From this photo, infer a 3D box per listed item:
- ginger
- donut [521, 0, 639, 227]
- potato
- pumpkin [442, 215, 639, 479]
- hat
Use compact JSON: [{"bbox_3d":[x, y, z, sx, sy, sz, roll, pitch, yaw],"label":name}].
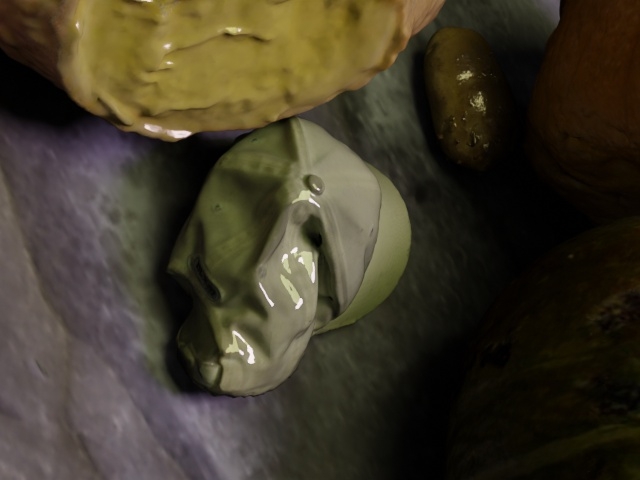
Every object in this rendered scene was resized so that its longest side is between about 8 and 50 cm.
[{"bbox_3d":[-0.053,-0.152,0.837,0.276,0.130,0.221,13,43,-32],"label":"ginger"},{"bbox_3d":[0.253,-0.066,0.962,0.299,0.317,0.150,24,77,7],"label":"donut"},{"bbox_3d":[0.081,-0.076,0.998,0.051,0.040,0.083,5,68,-51],"label":"potato"},{"bbox_3d":[0.185,0.098,0.867,0.325,0.242,0.232,-30,101,-54],"label":"pumpkin"},{"bbox_3d":[-0.001,0.001,0.853,0.166,0.081,0.122,-5,76,-58],"label":"hat"}]
